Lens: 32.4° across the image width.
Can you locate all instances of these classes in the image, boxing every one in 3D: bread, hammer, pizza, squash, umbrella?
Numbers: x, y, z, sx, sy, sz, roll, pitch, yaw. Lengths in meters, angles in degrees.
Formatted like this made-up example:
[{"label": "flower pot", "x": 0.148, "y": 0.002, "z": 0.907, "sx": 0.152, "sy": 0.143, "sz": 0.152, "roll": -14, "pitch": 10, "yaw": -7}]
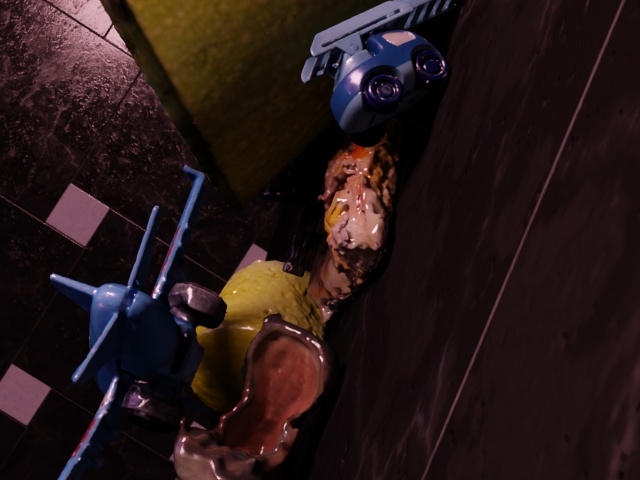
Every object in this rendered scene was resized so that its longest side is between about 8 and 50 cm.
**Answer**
[{"label": "bread", "x": -0.050, "y": 0.088, "z": 0.919, "sx": 0.129, "sy": 0.111, "sz": 0.114, "roll": -62, "pitch": 2, "yaw": 42}, {"label": "hammer", "x": 0.000, "y": 0.000, "z": 0.938, "sx": 0.182, "sy": 0.017, "sz": 0.062, "roll": 12, "pitch": -85, "yaw": -81}, {"label": "pizza", "x": 0.021, "y": -0.016, "z": 0.787, "sx": 0.195, "sy": 0.052, "sz": 0.185, "roll": -97, "pitch": 22, "yaw": -79}, {"label": "squash", "x": -0.009, "y": -0.224, "z": 0.828, "sx": 0.309, "sy": 0.310, "sz": 0.310, "roll": -28, "pitch": 5, "yaw": -1}, {"label": "umbrella", "x": 0.021, "y": -0.140, "z": 1.068, "sx": 0.340, "sy": 0.118, "sz": 0.118, "roll": -68, "pitch": -1, "yaw": -58}]

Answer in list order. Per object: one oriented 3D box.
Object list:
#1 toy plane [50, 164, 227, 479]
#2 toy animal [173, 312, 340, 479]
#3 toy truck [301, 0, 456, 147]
[{"label": "toy plane", "x": -0.127, "y": 0.082, "z": 0.787, "sx": 0.271, "sy": 0.105, "sz": 0.254, "roll": 84, "pitch": -155, "yaw": -66}, {"label": "toy animal", "x": -0.090, "y": 0.216, "z": 0.776, "sx": 0.168, "sy": 0.106, "sz": 0.343, "roll": -38, "pitch": -21, "yaw": -54}, {"label": "toy truck", "x": 0.058, "y": -0.122, "z": 0.734, "sx": 0.136, "sy": 0.074, "sz": 0.063, "roll": -28, "pitch": -16, "yaw": -26}]
